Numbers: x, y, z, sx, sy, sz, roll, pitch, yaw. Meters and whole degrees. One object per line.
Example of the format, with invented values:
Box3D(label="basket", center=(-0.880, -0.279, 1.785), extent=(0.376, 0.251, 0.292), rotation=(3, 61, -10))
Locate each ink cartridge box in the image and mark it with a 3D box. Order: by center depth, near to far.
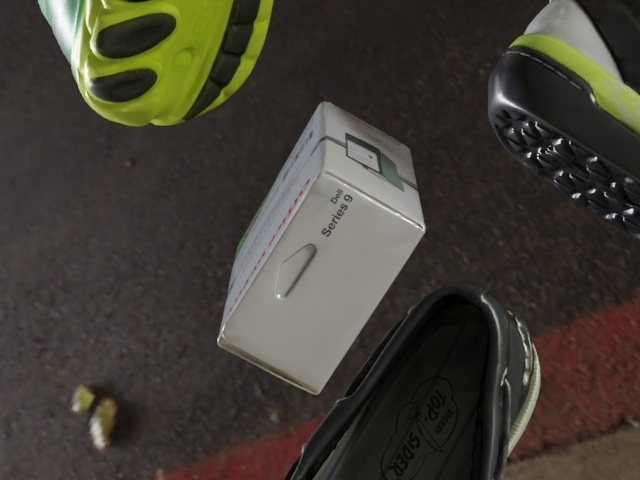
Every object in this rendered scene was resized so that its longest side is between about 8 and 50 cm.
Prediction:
Box3D(label="ink cartridge box", center=(0.000, 0.000, 1.430), extent=(0.211, 0.121, 0.289), rotation=(-58, 9, 17))

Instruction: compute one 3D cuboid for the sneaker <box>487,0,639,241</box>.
Box3D(label="sneaker", center=(0.175, -0.030, 0.530), extent=(0.097, 0.234, 0.084), rotation=(-53, -4, -12))

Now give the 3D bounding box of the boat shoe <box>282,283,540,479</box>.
Box3D(label="boat shoe", center=(0.024, 0.170, 0.756), extent=(0.127, 0.113, 0.340), rotation=(29, 73, 20))

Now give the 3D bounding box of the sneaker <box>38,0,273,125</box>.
Box3D(label="sneaker", center=(-0.058, -0.192, 0.522), extent=(0.123, 0.109, 0.295), rotation=(39, 119, 39))
